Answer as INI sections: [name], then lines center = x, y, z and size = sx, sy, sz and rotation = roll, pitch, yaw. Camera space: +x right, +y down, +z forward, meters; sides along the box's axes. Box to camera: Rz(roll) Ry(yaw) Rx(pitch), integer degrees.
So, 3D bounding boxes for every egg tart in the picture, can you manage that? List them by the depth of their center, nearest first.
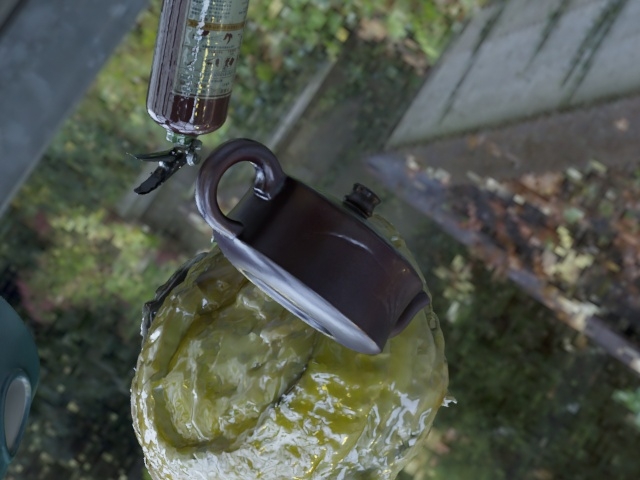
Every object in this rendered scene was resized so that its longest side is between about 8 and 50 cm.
[egg tart]
center = -0.038, 0.079, 0.936
size = 0.252, 0.231, 0.098
rotation = -4, 163, 34

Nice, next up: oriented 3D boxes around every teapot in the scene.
[teapot]
center = 0.000, 0.000, 0.460
size = 0.100, 0.045, 0.068
rotation = 43, 169, -36

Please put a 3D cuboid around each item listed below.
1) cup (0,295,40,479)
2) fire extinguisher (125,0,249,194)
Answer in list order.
[cup]
center = -0.231, 0.111, 0.691
size = 0.168, 0.173, 0.299
rotation = 1, 130, 3
[fire extinguisher]
center = -0.111, -0.148, 1.203
size = 0.071, 0.231, 0.099
rotation = 28, -154, 29
